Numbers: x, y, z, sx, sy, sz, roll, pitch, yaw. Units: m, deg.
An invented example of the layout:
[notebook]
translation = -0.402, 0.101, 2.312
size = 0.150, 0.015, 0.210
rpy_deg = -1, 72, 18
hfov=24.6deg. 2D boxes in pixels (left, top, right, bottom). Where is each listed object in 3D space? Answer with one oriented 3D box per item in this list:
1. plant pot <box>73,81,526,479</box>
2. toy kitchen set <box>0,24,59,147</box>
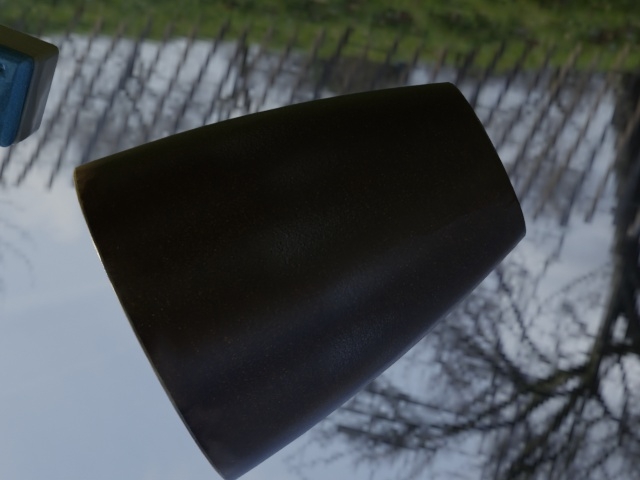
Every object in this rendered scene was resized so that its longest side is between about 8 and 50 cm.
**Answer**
[plant pot]
translation = 0.000, 0.000, 0.902
size = 0.230, 0.215, 0.215
rpy_deg = -27, -163, -1
[toy kitchen set]
translation = -0.242, -0.011, 0.761
size = 0.122, 0.207, 0.166
rpy_deg = 20, -159, 4
